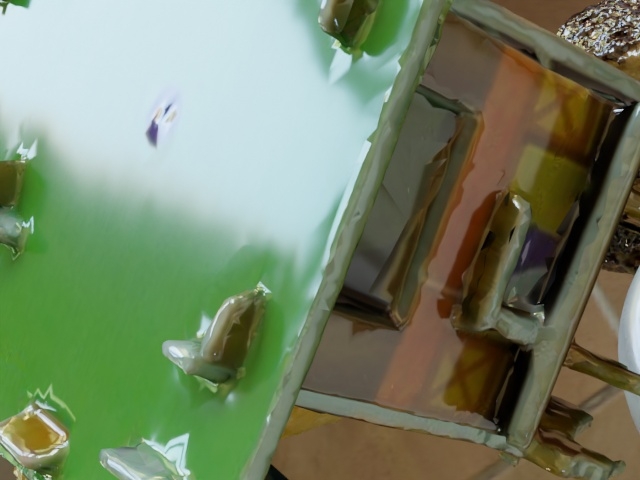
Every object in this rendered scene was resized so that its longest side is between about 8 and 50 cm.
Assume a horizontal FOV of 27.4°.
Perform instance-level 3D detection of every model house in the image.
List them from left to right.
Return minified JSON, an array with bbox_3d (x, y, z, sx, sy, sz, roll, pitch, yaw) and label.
[{"bbox_3d":[0.000,0.000,0.585,0.358,0.313,0.242,21,90,50],"label":"model house"}]

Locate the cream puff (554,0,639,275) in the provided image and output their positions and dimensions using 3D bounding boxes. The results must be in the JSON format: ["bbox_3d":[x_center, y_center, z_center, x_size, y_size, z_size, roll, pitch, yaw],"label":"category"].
[{"bbox_3d":[0.278,-0.090,1.084,0.165,0.239,0.239,-26,76,60],"label":"cream puff"}]

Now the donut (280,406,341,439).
[{"bbox_3d":[-0.100,0.055,1.033,0.435,0.378,0.163,-104,17,-83],"label":"donut"}]

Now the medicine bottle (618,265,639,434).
[{"bbox_3d":[0.354,0.122,0.861,0.256,0.325,0.256,-16,51,21],"label":"medicine bottle"}]

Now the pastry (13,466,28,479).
[{"bbox_3d":[-0.165,0.208,1.238,0.102,0.250,0.154,89,167,-65],"label":"pastry"}]
